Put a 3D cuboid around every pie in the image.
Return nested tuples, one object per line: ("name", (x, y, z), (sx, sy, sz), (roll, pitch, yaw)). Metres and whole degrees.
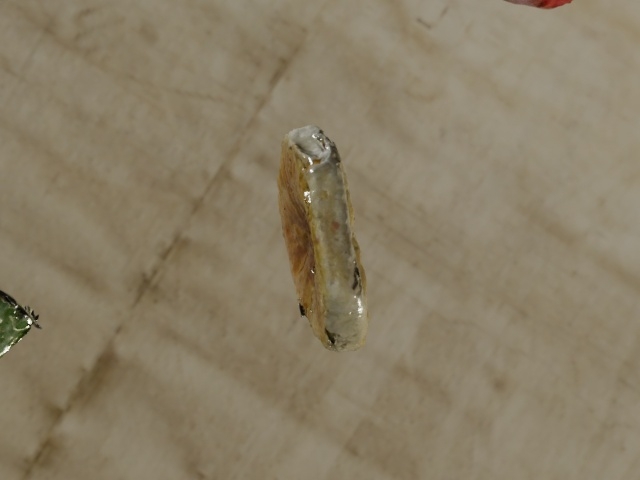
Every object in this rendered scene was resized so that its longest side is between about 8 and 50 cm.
("pie", (0.000, 0.000, 1.135), (0.046, 0.195, 0.195), (-10, -161, -9))

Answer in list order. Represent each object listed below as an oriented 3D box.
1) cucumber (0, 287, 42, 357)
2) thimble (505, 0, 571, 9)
("cucumber", (-0.442, 0.146, 1.315), (0.145, 0.325, 0.105), (48, 172, -18))
("thimble", (0.229, -0.328, 1.316), (0.163, 0.189, 0.125), (44, 166, 21))
